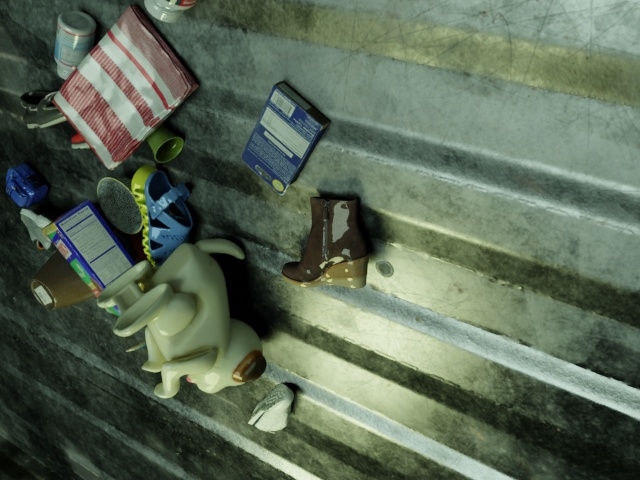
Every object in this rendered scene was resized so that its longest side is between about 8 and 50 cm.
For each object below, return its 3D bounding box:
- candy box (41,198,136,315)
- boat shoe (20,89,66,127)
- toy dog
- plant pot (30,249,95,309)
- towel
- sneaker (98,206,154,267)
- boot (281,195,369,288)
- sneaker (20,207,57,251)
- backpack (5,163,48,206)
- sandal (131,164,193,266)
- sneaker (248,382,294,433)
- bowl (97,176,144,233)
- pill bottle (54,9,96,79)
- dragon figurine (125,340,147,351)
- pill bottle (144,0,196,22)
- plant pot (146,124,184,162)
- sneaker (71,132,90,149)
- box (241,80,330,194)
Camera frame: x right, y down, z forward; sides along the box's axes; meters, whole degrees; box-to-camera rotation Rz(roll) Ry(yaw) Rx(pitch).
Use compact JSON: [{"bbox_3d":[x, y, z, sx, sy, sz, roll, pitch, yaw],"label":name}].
[{"bbox_3d":[-0.621,0.054,1.861,0.317,0.122,0.268,58,155,-13],"label":"candy box"},{"bbox_3d":[-0.720,-0.357,1.760,0.335,0.112,0.095,6,121,50],"label":"boat shoe"},{"bbox_3d":[-0.318,0.223,1.741,0.284,0.395,0.408,15,144,52],"label":"toy dog"},{"bbox_3d":[-0.756,0.107,2.038,0.215,0.230,0.215,20,129,26],"label":"plant pot"},{"bbox_3d":[-0.468,-0.349,1.561,0.329,0.037,0.237,-38,91,23],"label":"towel"},{"bbox_3d":[-0.529,0.007,1.910,0.262,0.104,0.125,46,153,9],"label":"sneaker"},{"bbox_3d":[0.000,0.000,1.505,0.248,0.090,0.207,1,107,39],"label":"boot"},{"bbox_3d":[-0.879,-0.036,2.084,0.271,0.100,0.108,19,89,48],"label":"sneaker"},{"bbox_3d":[-0.926,-0.176,2.075,0.120,0.101,0.098,51,129,3],"label":"backpack"},{"bbox_3d":[-0.391,-0.039,1.739,0.138,0.126,0.317,8,124,29],"label":"sandal"},{"bbox_3d":[-0.122,0.489,1.921,0.095,0.090,0.235,36,139,-5],"label":"sneaker"},{"bbox_3d":[-0.520,-0.110,1.816,0.170,0.080,0.170,19,128,26],"label":"bowl"},{"bbox_3d":[-0.603,-0.473,1.631,0.087,0.087,0.160,40,135,9],"label":"pill bottle"},{"bbox_3d":[-0.441,0.289,1.904,0.085,0.289,0.144,7,114,13],"label":"dragon figurine"},{"bbox_3d":[-0.283,-0.528,1.331,0.108,0.108,0.180,49,137,0],"label":"pill bottle"},{"bbox_3d":[-0.391,-0.248,1.633,0.079,0.083,0.083,50,137,18],"label":"plant pot"},{"bbox_3d":[-0.551,-0.308,1.714,0.279,0.107,0.118,-15,92,38],"label":"sneaker"},{"bbox_3d":[-0.082,-0.215,1.436,0.136,0.036,0.225,42,134,8],"label":"box"}]
